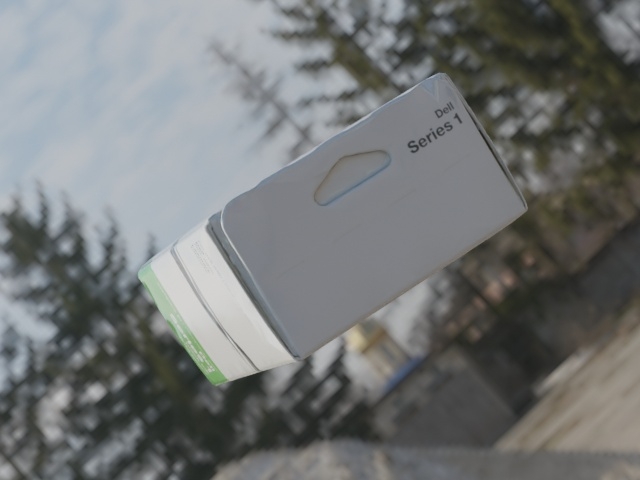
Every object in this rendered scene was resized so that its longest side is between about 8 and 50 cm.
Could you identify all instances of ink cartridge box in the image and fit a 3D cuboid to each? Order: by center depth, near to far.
[{"bbox_3d":[0.000,0.000,1.091,0.160,0.093,0.219,-33,2,-15],"label":"ink cartridge box"}]
